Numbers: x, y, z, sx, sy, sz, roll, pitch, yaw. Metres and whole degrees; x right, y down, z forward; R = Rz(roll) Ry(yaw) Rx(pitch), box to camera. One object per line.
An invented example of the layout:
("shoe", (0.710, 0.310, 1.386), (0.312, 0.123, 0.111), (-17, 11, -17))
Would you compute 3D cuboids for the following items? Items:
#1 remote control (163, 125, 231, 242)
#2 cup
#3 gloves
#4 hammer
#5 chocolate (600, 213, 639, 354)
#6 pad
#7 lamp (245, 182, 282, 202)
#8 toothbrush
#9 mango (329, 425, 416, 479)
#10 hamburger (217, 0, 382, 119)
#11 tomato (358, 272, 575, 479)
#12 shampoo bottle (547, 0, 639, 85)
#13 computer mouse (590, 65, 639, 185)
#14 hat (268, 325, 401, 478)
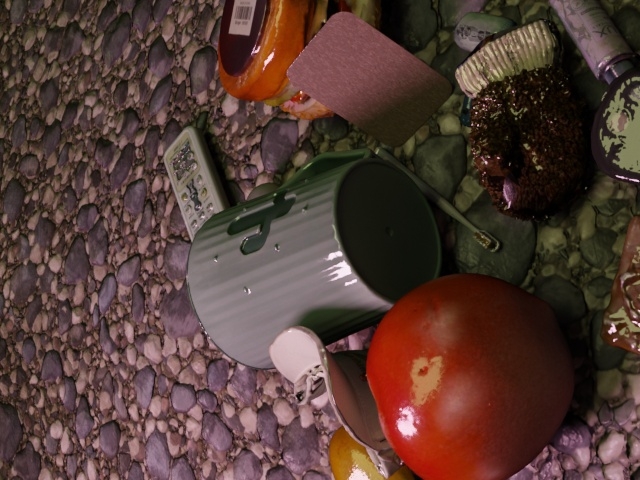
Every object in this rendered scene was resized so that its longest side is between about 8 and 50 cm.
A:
("remote control", (-0.263, -0.099, 2.127), (0.128, 0.065, 0.335), (-44, 56, 35))
("cup", (-0.018, -0.001, 1.682), (0.392, 0.310, 0.401), (-24, 66, 43))
("gloves", (0.318, -0.183, 1.479), (0.210, 0.135, 0.313), (-16, 73, -3))
("hammer", (0.273, -0.290, 1.620), (0.116, 0.069, 0.194), (25, 110, 44))
("chocolate", (0.485, 0.060, 1.325), (0.148, 0.093, 0.214), (14, 94, 44))
("pad", (0.088, -0.281, 1.675), (0.176, 0.266, 0.002), (-46, 26, 31))
("lamp", (-0.105, -0.067, 1.934), (0.105, 0.105, 0.105), (-8, 78, 45))
("toothbrush", (0.199, -0.078, 1.680), (0.342, 0.030, 0.025), (46, 111, 41))
("mango", (0.100, 0.417, 1.668), (0.227, 0.099, 0.136), (41, 106, 32))
("hamburger", (-0.040, -0.400, 1.797), (0.330, 0.250, 0.330), (-27, 59, 60))
("tomato", (0.227, 0.203, 1.419), (0.321, 0.321, 0.322), (-8, 78, 45))
("shampoo bottle", (0.429, -0.308, 1.454), (0.072, 0.072, 0.214), (-43, 56, 33))
("computer mouse", (0.518, -0.141, 1.315), (0.269, 0.100, 0.170), (24, 106, 40))
("hat", (0.049, 0.227, 1.580), (0.168, 0.301, 0.257), (-45, 45, -15))
